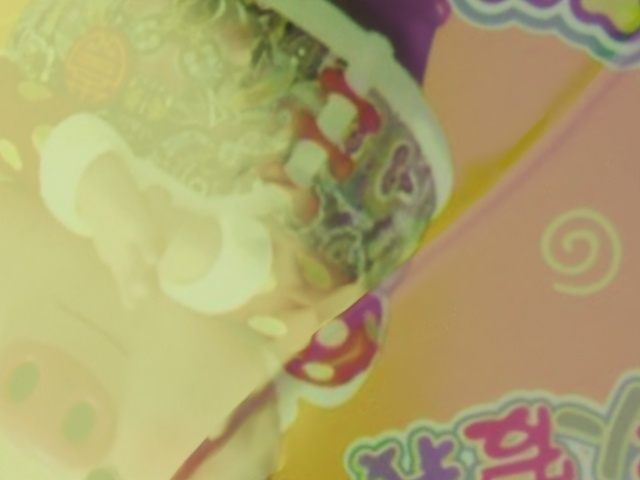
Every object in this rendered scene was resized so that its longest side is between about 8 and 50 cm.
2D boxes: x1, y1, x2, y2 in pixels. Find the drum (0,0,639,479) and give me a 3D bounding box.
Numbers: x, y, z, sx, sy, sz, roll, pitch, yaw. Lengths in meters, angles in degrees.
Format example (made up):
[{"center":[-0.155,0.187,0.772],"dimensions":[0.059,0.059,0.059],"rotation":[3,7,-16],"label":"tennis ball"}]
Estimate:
[{"center":[0.000,0.000,0.515],"dimensions":[0.431,0.214,0.431],"rotation":[-1,87,19],"label":"drum"}]
